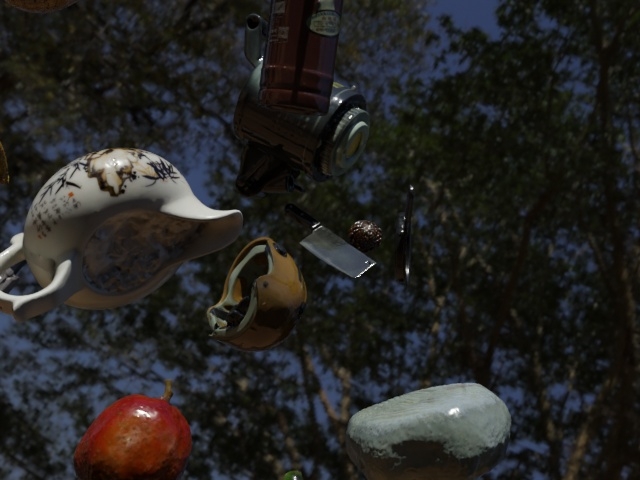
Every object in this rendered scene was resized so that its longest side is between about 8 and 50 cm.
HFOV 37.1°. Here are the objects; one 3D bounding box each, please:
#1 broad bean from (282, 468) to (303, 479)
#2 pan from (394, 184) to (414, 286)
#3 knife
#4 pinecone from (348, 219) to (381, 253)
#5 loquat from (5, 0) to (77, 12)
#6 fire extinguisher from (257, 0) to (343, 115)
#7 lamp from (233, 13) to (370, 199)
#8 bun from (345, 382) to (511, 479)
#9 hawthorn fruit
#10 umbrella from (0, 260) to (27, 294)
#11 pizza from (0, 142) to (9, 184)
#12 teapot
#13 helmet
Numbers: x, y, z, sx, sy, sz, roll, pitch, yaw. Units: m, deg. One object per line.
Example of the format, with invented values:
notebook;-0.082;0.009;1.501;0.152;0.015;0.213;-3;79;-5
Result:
broad bean;-0.064;0.477;1.414;0.144;0.292;0.049;38;-42;6
pan;0.142;-0.017;1.624;0.028;0.136;0.235;3;-36;6
knife;0.000;0.000;1.873;0.245;0.072;0.019;36;-37;34
pinecone;0.095;-0.007;2.106;0.077;0.077;0.083;32;-13;-2
loquat;-0.600;-0.604;2.056;0.235;0.235;0.235;22;-31;14
fire extinguisher;-0.013;-0.348;1.295;0.102;0.344;0.138;8;3;-8
lamp;-0.030;-0.259;1.981;0.272;0.374;0.205;9;0;20
bun;0.223;0.408;1.940;0.354;0.354;0.194;-14;-91;50
hawthorn fruit;-0.336;0.375;1.782;0.205;0.253;0.205;26;-8;4
umbrella;-0.634;0.135;1.718;0.073;0.337;0.067;-5;-50;33
pizza;-0.673;-0.176;1.785;0.056;0.134;0.271;26;-28;30
teapot;-0.255;0.004;1.126;0.166;0.299;0.208;42;-34;24
helmet;-0.099;0.106;1.664;0.130;0.224;0.198;36;-67;-18
